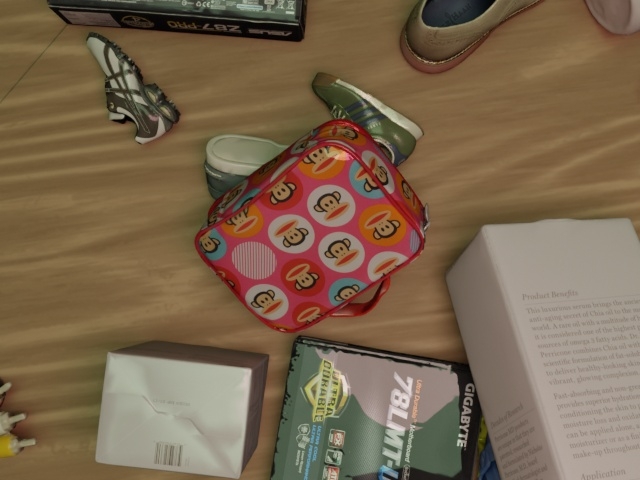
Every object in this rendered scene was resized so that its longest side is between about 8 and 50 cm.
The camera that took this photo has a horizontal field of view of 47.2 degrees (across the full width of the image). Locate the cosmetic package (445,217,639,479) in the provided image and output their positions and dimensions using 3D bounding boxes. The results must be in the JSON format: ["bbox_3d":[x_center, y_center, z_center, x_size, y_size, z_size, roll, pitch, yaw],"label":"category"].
[{"bbox_3d":[0.341,0.204,0.946,0.230,0.161,0.453,-3,63,-15],"label":"cosmetic package"}]

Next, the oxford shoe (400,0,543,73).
[{"bbox_3d":[0.288,-0.415,1.101,0.140,0.146,0.397,43,88,5],"label":"oxford shoe"}]

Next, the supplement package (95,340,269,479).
[{"bbox_3d":[-0.186,0.232,1.044,0.194,0.203,0.149,6,87,3],"label":"supplement package"}]

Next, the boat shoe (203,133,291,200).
[{"bbox_3d":[-0.023,-0.078,1.131,0.320,0.116,0.099,13,130,-4],"label":"boat shoe"}]

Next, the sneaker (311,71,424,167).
[{"bbox_3d":[0.058,-0.179,1.133,0.192,0.064,0.086,30,83,1],"label":"sneaker"}]

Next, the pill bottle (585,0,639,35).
[{"bbox_3d":[0.553,-0.440,1.084,0.302,0.169,0.169,-24,85,0],"label":"pill bottle"}]

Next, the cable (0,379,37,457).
[{"bbox_3d":[-0.574,0.306,1.119,0.287,0.072,0.139,-27,80,0],"label":"cable"}]

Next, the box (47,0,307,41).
[{"bbox_3d":[-0.209,-0.491,1.152,0.395,0.097,0.318,4,88,2],"label":"box"}]

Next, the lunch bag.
[{"bbox_3d":[0.000,0.000,1.033,0.293,0.120,0.258,-32,111,24],"label":"lunch bag"}]

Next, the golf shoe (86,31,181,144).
[{"bbox_3d":[-0.313,-0.238,1.147,0.094,0.077,0.198,-43,84,-1],"label":"golf shoe"}]

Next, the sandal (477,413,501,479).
[{"bbox_3d":[0.274,0.380,1.051,0.126,0.138,0.317,0,88,0],"label":"sandal"}]

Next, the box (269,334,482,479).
[{"bbox_3d":[0.081,0.310,1.096,0.293,0.073,0.295,10,87,4],"label":"box"}]
